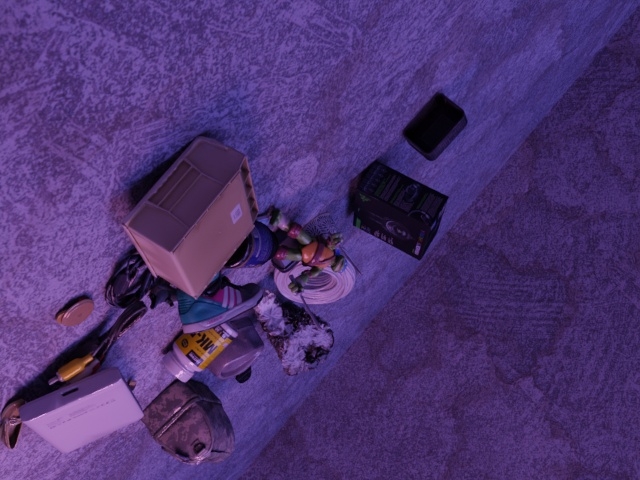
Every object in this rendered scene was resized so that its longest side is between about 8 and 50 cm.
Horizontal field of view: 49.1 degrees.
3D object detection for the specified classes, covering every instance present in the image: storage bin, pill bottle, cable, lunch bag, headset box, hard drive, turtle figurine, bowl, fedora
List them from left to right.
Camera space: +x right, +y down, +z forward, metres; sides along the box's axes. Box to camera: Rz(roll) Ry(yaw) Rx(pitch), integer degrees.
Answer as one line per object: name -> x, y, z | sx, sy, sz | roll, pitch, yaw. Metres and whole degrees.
hard drive -> -0.582, 0.430, 1.753 | 0.233, 0.047, 0.353 | -23, 156, -16
cable -> -0.501, 0.255, 1.657 | 0.287, 0.072, 0.139 | -36, 161, 6
cable -> -0.417, 0.085, 1.599 | 0.150, 0.047, 0.184 | -34, 161, -51
lunch bag -> -0.419, 0.625, 2.335 | 0.212, 0.256, 0.305 | -45, 160, -6
storage bin -> -0.257, -0.046, 1.478 | 0.260, 0.123, 0.262 | -54, 164, -20
pill bottle -> -0.352, 0.304, 2.044 | 0.208, 0.119, 0.119 | -45, 161, -4
fedora -> -0.279, 0.355, 2.292 | 0.275, 0.124, 0.244 | -24, 151, -48
pill bottle -> -0.186, 0.008, 1.730 | 0.123, 0.123, 0.219 | -50, 165, 11
storage bin -> -0.098, 0.009, 2.050 | 0.135, 0.098, 0.091 | -41, 133, -13
turtle figurine -> -0.033, 0.046, 1.909 | 0.198, 0.266, 0.275 | -47, -158, 44
cable -> -0.018, 0.102, 2.202 | 0.257, 0.089, 0.257 | -13, 139, 17
bowl -> 0.000, 0.000, 2.232 | 0.170, 0.080, 0.170 | -41, 161, -18
headset box -> 0.243, -0.098, 2.262 | 0.131, 0.283, 0.246 | -56, 166, -23
storage bin -> 0.362, -0.356, 2.210 | 0.180, 0.122, 0.084 | -48, 161, 6

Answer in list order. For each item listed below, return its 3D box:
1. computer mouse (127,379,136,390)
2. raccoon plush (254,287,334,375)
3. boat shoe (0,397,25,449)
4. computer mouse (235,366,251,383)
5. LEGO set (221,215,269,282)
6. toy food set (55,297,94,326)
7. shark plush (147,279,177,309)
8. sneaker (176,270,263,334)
computer mouse -> -0.575, 0.434, 1.928 | 0.184, 0.060, 0.262 | -30, 156, -36
raccoon plush -> -0.126, 0.249, 2.411 | 0.216, 0.299, 0.446 | -30, 126, -13
boat shoe -> -0.715, 0.428, 1.638 | 0.056, 0.048, 0.153 | -18, 146, -54
computer mouse -> -0.295, 0.461, 2.617 | 0.071, 0.041, 0.242 | -34, 151, -27
LEGO set -> -0.238, 0.049, 1.873 | 0.182, 0.060, 0.244 | -15, 144, -50
toy food set -> -0.530, 0.156, 1.527 | 0.083, 0.020, 0.082 | -45, 161, -4
shark plush -> -0.371, 0.131, 1.679 | 0.073, 0.067, 0.161 | -50, -178, -1
sneaker -> -0.262, 0.107, 1.765 | 0.123, 0.178, 0.295 | -11, -173, 29
